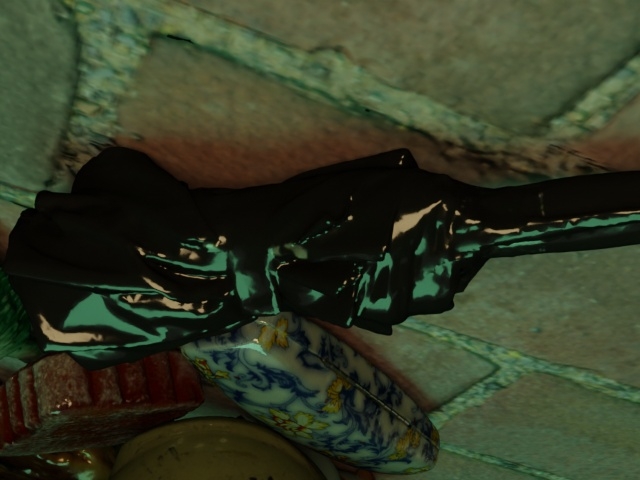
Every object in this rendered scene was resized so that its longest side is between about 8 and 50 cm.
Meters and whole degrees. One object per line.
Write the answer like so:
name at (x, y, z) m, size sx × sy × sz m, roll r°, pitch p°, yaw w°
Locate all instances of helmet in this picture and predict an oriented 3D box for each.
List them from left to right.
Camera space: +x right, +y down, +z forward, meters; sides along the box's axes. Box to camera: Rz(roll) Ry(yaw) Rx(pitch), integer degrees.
helmet at (-0.099, 0.205, 0.696) m, size 0.257 × 0.137 × 0.204 m, roll -10°, pitch 169°, yaw -17°

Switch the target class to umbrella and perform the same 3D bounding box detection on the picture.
umbrella at (0.000, 0.000, 0.459) m, size 0.340 × 0.118 × 0.118 m, roll -8°, pitch 145°, yaw 18°

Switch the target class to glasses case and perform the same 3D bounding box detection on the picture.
glasses case at (0.000, 0.113, 0.665) m, size 0.087 × 0.065 × 0.248 m, roll -11°, pitch 144°, yaw 32°

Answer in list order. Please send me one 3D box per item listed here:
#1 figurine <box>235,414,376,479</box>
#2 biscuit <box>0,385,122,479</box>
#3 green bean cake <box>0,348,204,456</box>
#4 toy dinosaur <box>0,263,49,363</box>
figurine at (-0.003, 0.254, 0.865) m, size 0.143 × 0.143 × 0.271 m, roll -2°, pitch 123°, yaw 21°
biscuit at (-0.309, 0.218, 0.931) m, size 0.289 × 0.081 × 0.334 m, roll -3°, pitch 143°, yaw 24°
green bean cake at (-0.175, 0.122, 0.709) m, size 0.135 × 0.056 × 0.135 m, roll 2°, pitch 155°, yaw -43°
toy dinosaur at (-0.267, 0.026, 0.581) m, size 0.129 × 0.076 × 0.383 m, roll -20°, pitch 155°, yaw -3°
